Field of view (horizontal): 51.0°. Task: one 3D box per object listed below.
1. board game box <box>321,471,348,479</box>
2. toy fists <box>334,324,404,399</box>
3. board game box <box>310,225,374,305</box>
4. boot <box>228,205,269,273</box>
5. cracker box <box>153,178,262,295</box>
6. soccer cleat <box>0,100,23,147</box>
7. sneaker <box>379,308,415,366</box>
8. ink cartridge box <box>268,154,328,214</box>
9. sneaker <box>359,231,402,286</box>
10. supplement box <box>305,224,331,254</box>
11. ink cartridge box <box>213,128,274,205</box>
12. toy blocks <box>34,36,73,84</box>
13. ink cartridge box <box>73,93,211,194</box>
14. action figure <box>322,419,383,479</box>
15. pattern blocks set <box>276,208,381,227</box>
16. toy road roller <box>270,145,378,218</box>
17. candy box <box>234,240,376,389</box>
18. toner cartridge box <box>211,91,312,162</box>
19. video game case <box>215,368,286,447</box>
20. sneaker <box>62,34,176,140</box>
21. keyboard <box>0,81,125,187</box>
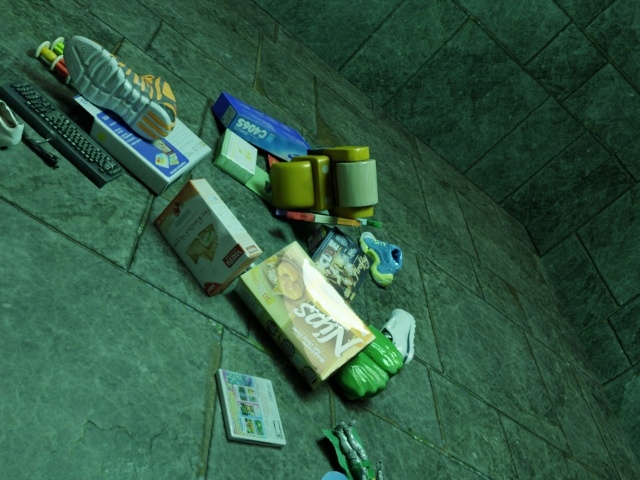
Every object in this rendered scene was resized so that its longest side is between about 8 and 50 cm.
[{"bbox_3d":[0.045,0.557,1.367,0.169,0.033,0.133,55,21,7],"label":"board game box"},{"bbox_3d":[0.124,0.327,1.751,0.142,0.096,0.279,39,25,14],"label":"toy fists"},{"bbox_3d":[0.041,0.091,1.925,0.165,0.042,0.243,42,48,-8],"label":"board game box"},{"bbox_3d":[-0.183,0.025,1.744,0.208,0.076,0.189,30,43,-17],"label":"boot"},{"bbox_3d":[-0.266,-0.008,1.569,0.232,0.156,0.067,50,26,10],"label":"cracker box"},{"bbox_3d":[-0.698,-0.279,1.398,0.196,0.076,0.068,44,25,-3],"label":"soccer cleat"},{"bbox_3d":[0.221,0.272,1.994,0.095,0.090,0.235,29,27,-13],"label":"sneaker"},{"bbox_3d":[-0.070,-0.193,2.243,0.224,0.056,0.181,35,27,-36],"label":"ink cartridge box"},{"bbox_3d":[0.216,0.039,2.270,0.091,0.126,0.240,24,34,-39],"label":"sneaker"},{"bbox_3d":[0.000,0.000,2.046,0.043,0.083,0.055,25,33,-36],"label":"supplement box"},{"bbox_3d":[-0.218,-0.228,2.086,0.235,0.056,0.171,33,28,-22],"label":"ink cartridge box"},{"bbox_3d":[-0.652,-0.456,1.753,0.148,0.054,0.123,42,26,-9],"label":"toy blocks"},{"bbox_3d":[-0.469,-0.286,1.775,0.307,0.072,0.303,40,27,-6],"label":"ink cartridge box"},{"bbox_3d":[0.097,0.514,1.479,0.137,0.063,0.232,12,45,-55],"label":"action figure"},{"bbox_3d":[0.023,-0.065,2.057,0.325,0.026,0.285,6,5,-18],"label":"pattern blocks set"},{"bbox_3d":[-0.003,-0.170,2.015,0.240,0.202,0.329,-12,13,-30],"label":"toy road roller"},{"bbox_3d":[-0.039,0.177,1.626,0.183,0.087,0.316,-33,77,-30],"label":"candy box"},{"bbox_3d":[-0.190,-0.370,2.275,0.348,0.075,0.165,22,23,-41],"label":"toner cartridge box"},{"bbox_3d":[-0.145,0.348,1.394,0.143,0.019,0.157,23,35,-39],"label":"video game case"},{"bbox_3d":[-0.500,-0.398,1.707,0.321,0.124,0.180,46,21,-22],"label":"sneaker"},{"bbox_3d":[-0.607,-0.242,1.538,0.317,0.033,0.201,42,26,-6],"label":"keyboard"}]
